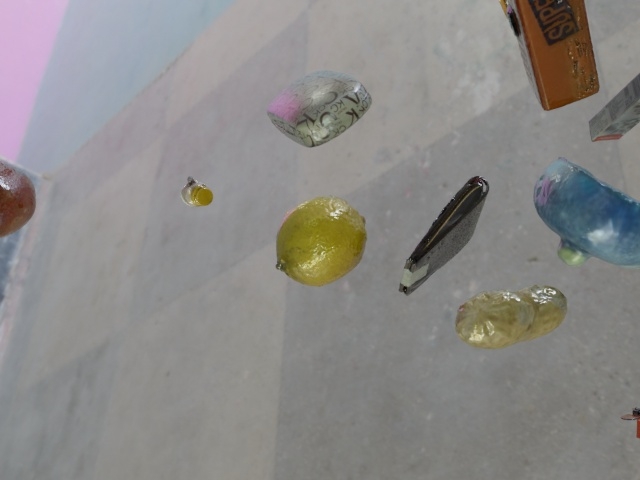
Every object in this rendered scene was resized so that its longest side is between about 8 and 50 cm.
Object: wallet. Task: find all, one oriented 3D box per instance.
[{"bbox_3d":[0.276,-0.002,1.790,0.262,0.071,0.221,-45,-14,-16],"label":"wallet"}]

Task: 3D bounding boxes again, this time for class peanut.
[{"bbox_3d":[0.248,0.094,1.014,0.080,0.174,0.080,20,114,55],"label":"peanut"}]

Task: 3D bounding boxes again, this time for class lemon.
[{"bbox_3d":[0.000,0.000,1.772,0.231,0.192,0.192,-30,33,-11],"label":"lemon"}]

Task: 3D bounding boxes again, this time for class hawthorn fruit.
[{"bbox_3d":[-0.633,-0.079,1.555,0.169,0.169,0.188,-51,-5,15],"label":"hawthorn fruit"}]

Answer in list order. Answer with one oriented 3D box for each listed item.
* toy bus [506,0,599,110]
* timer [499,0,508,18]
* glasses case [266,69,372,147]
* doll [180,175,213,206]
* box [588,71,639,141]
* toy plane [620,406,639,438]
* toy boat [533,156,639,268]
[{"bbox_3d":[0.253,-0.335,0.941,0.093,0.409,0.092,-19,44,13],"label":"toy bus"},{"bbox_3d":[0.540,-0.643,1.901,0.240,0.233,0.233,-19,49,22],"label":"timer"},{"bbox_3d":[-0.011,-0.234,1.398,0.137,0.085,0.355,-38,19,-2],"label":"glasses case"},{"bbox_3d":[-0.323,-0.128,2.043,0.073,0.084,0.127,-32,24,-21],"label":"doll"},{"bbox_3d":[0.521,-0.225,1.342,0.218,0.055,0.040,106,158,-75],"label":"box"},{"bbox_3d":[0.597,0.290,1.299,0.189,0.130,0.061,-9,85,34],"label":"toy plane"},{"bbox_3d":[0.407,-0.025,1.174,0.123,0.215,0.330,-59,-12,15],"label":"toy boat"}]
